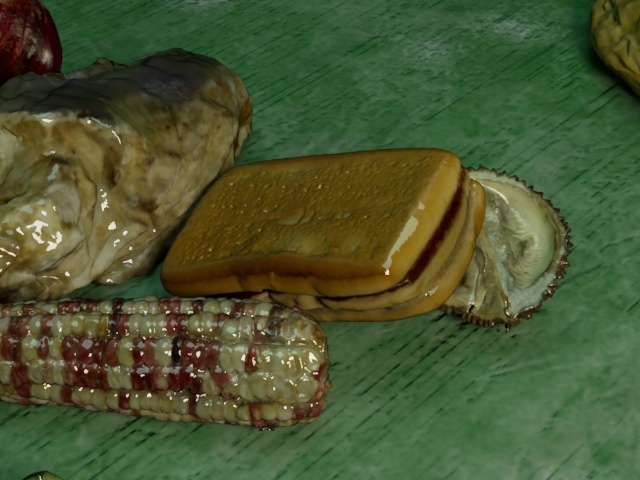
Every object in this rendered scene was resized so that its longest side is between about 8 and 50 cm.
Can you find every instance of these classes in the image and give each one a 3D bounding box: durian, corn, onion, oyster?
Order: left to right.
[{"bbox_3d":[-0.273,-0.116,0.914,0.135,0.198,0.173,25,7,-37],"label":"onion"},{"bbox_3d":[-0.143,-0.066,0.853,0.166,0.110,0.341,31,35,22],"label":"oyster"},{"bbox_3d":[-0.111,0.071,0.728,0.237,0.079,0.079,0,40,4],"label":"corn"},{"bbox_3d":[0.101,0.005,0.809,0.110,0.071,0.140,-17,60,-12],"label":"durian"}]

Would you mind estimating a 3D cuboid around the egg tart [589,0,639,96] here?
[{"bbox_3d":[0.383,-0.195,1.011,0.318,0.128,0.319,2,38,-1],"label":"egg tart"}]

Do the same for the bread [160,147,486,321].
[{"bbox_3d":[0.000,0.000,0.774,0.200,0.077,0.116,-2,51,37],"label":"bread"}]

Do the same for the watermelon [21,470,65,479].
[{"bbox_3d":[-0.110,0.200,0.557,0.075,0.092,0.181,-27,82,-5],"label":"watermelon"}]
